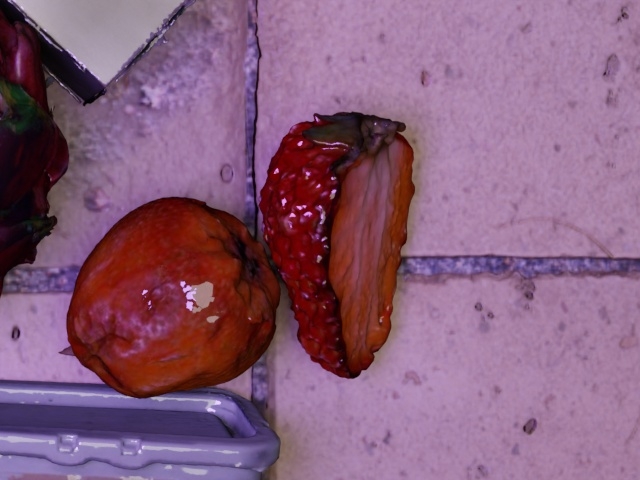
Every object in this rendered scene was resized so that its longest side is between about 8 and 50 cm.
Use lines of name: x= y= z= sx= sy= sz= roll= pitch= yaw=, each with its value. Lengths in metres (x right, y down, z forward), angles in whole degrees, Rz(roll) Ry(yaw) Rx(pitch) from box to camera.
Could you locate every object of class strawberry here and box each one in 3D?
strawberry: x=0.000 y=0.000 z=1.504 sx=0.111 sy=0.190 sz=0.236 roll=10 pitch=104 yaw=24

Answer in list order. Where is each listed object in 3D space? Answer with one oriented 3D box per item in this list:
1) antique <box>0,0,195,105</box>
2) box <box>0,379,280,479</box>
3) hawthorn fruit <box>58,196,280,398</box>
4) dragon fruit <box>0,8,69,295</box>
antique: x=-0.195 y=-0.214 z=1.429 sx=0.152 sy=0.147 sz=0.148 roll=43 pitch=78 yaw=-12
box: x=-0.203 y=0.226 z=1.433 sx=0.312 sy=0.175 sz=0.182 roll=4 pitch=99 yaw=-15
hawthorn fruit: x=-0.122 y=0.054 z=1.451 sx=0.173 sy=0.173 sz=0.179 roll=24 pitch=104 yaw=-15
dragon fruit: x=-0.349 y=-0.067 z=1.308 sx=0.329 sy=0.329 sz=0.329 roll=0 pitch=91 yaw=-15
